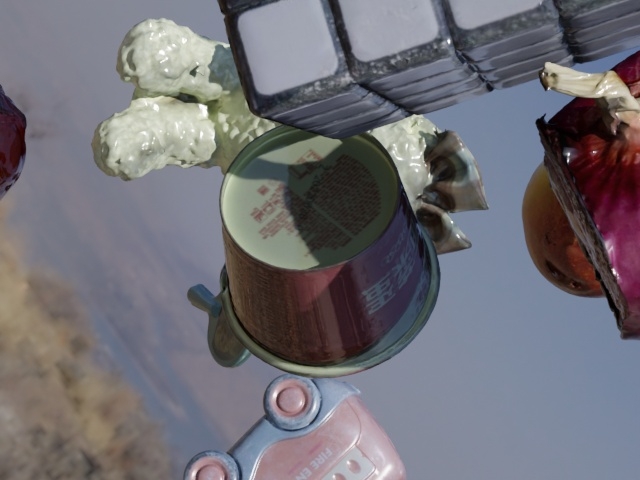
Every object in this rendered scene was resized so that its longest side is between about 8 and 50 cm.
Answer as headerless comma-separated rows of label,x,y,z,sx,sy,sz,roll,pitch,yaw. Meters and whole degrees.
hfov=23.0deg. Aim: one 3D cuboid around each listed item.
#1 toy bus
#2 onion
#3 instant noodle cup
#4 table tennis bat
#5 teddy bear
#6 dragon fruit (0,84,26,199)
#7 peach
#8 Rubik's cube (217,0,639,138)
toy bus,-0.023,0.323,1.969,0.232,0.294,0.197,43,-12,16
onion,0.328,-0.051,1.412,0.272,0.230,0.256,89,-21,-83
instant noodle cup,0.000,0.000,1.596,0.234,0.235,0.178,53,-12,29
table tennis bat,-0.157,0.120,2.577,0.038,0.149,0.237,14,9,-32
teddy bear,-0.037,-0.108,2.000,0.375,0.327,0.362,1,28,-38
dragon fruit,-0.391,-0.094,1.616,0.172,0.209,0.172,26,-22,12
peach,0.392,-0.034,2.222,0.231,0.231,0.231,54,-3,4
Rubik's cube,0.086,-0.295,1.326,0.344,0.344,0.337,5,69,-78
